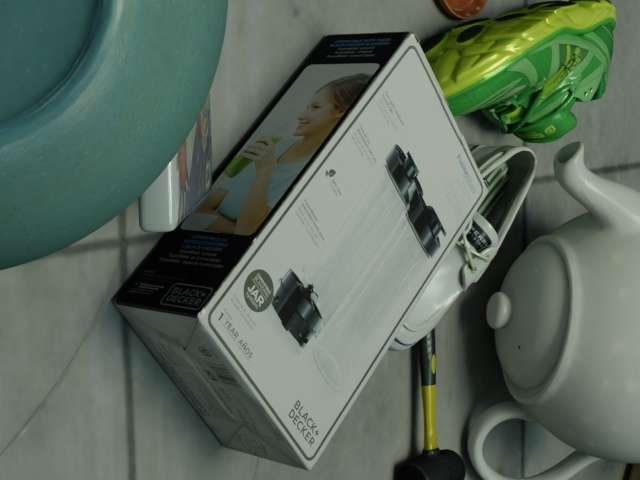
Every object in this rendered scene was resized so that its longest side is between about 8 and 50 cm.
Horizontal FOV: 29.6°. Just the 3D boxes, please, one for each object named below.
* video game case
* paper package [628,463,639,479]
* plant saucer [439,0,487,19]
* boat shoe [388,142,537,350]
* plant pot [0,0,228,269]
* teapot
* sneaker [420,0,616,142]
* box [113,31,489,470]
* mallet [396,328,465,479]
[{"bbox_3d":[-0.088,-0.117,0.740,0.183,0.023,0.201,-81,171,-80],"label":"video game case"},{"bbox_3d":[0.541,0.348,1.384,0.325,0.310,0.168,44,65,-41],"label":"paper package"},{"bbox_3d":[0.122,-0.235,1.059,0.083,0.013,0.083,-7,100,-47],"label":"plant saucer"},{"bbox_3d":[0.111,-0.006,1.017,0.083,0.076,0.226,46,56,-26],"label":"boat shoe"},{"bbox_3d":[-0.165,-0.111,0.516,0.290,0.195,0.290,-3,101,-17],"label":"plant pot"},{"bbox_3d":[0.240,0.083,1.107,0.187,0.252,0.256,8,64,-13],"label":"teapot"},{"bbox_3d":[0.185,-0.142,1.069,0.295,0.109,0.123,-22,107,-46],"label":"sneaker"},{"bbox_3d":[0.000,0.000,0.891,0.290,0.087,0.169,-55,131,-29],"label":"box"},{"bbox_3d":[0.101,0.133,1.066,0.062,0.039,0.189,5,87,-49],"label":"mallet"}]
